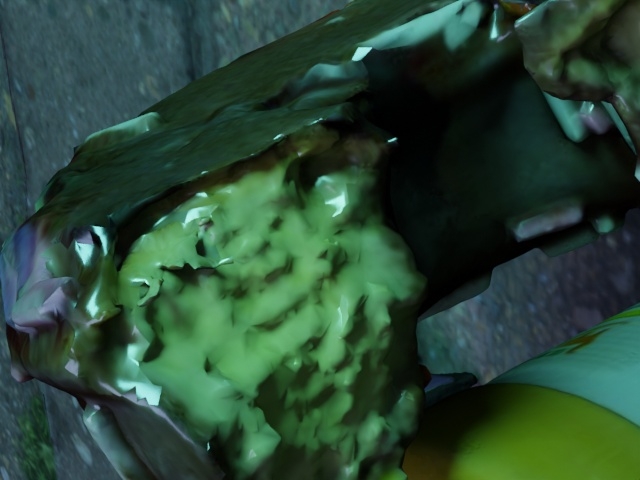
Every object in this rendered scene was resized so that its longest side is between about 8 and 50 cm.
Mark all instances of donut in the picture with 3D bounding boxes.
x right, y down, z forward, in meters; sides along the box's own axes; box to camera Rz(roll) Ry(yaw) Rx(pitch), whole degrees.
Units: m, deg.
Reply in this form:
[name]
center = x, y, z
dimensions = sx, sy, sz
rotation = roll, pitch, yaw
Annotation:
[donut]
center = 0.053, -0.027, 0.664
dimensions = 0.136, 0.345, 0.259
rotation = 65, 174, -12

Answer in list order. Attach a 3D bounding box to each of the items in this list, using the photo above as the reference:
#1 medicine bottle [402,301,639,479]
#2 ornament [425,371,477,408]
[medicine bottle]
center = 0.145, 0.142, 0.707
dimensions = 0.238, 0.232, 0.238
rotation = 31, 133, 41
[ornament]
center = 0.006, 0.002, 0.951
dimensions = 0.081, 0.088, 0.203
rotation = 3, 111, 53
